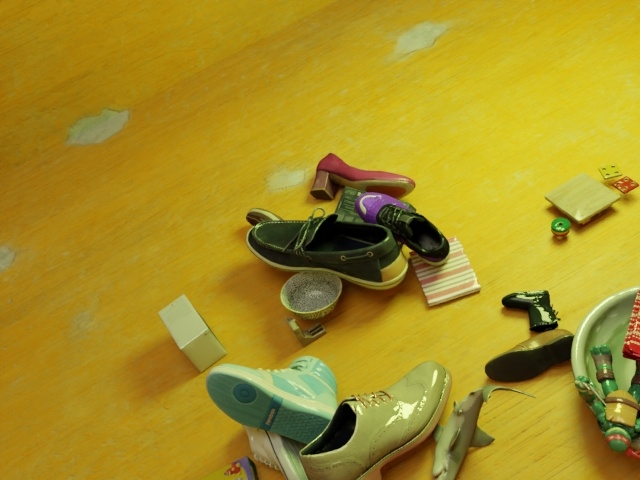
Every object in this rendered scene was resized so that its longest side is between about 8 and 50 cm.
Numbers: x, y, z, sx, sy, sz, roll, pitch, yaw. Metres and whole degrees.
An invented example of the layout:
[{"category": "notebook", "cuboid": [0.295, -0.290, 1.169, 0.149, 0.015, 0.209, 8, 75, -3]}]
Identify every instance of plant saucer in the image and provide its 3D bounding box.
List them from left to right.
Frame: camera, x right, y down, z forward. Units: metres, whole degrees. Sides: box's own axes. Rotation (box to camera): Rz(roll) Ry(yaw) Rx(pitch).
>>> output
[{"category": "plant saucer", "cuboid": [0.712, 0.267, 1.091, 0.401, 0.100, 0.400, -12, 44, 12]}]

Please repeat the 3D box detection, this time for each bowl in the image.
[{"category": "bowl", "cuboid": [-0.018, 0.162, 1.512, 0.170, 0.080, 0.170, -9, 37, 7]}]

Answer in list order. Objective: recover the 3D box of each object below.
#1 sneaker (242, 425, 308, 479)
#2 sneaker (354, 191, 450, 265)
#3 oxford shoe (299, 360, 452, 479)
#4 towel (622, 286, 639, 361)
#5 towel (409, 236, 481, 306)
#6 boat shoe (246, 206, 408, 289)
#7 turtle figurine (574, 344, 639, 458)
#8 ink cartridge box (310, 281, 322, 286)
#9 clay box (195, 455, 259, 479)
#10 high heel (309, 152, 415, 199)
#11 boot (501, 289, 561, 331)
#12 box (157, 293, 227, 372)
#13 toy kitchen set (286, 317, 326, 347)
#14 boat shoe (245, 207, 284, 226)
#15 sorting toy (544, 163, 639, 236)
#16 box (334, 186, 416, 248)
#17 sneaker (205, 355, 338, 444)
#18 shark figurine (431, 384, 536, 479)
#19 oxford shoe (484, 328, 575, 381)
[{"category": "sneaker", "cuboid": [-0.103, 0.476, 1.267, 0.091, 0.094, 0.258, -50, 44, 8]}, {"category": "sneaker", "cuboid": [0.217, -0.049, 1.457, 0.293, 0.146, 0.102, 34, 87, 15]}, {"category": "oxford shoe", "cuboid": [0.127, 0.373, 1.172, 0.397, 0.146, 0.140, -39, 17, -27]}, {"category": "towel", "cuboid": [0.702, 0.159, 1.050, 0.199, 0.031, 0.275, 14, 39, 30]}, {"category": "towel", "cuboid": [0.330, 0.081, 1.488, 0.144, 0.029, 0.197, -19, 47, 6]}, {"category": "boat shoe", "cuboid": [0.000, 0.000, 1.522, 0.501, 0.155, 0.186, 13, 47, 33]}, {"category": "turtle figurine", "cuboid": [0.539, 0.292, 0.990, 0.175, 0.118, 0.234, 18, 40, 16]}, {"category": "ink cartridge box", "cuboid": [-0.007, 0.102, 1.609, 0.048, 0.028, 0.083, -16, 45, 8]}, {"category": "clay box", "cuboid": [-0.240, 0.589, 1.229, 0.222, 0.053, 0.127, -25, 43, -2]}, {"category": "high heel", "cuboid": [0.141, -0.225, 1.779, 0.378, 0.127, 0.181, 4, 61, 31]}, {"category": "boot", "cuboid": [0.499, 0.171, 1.317, 0.121, 0.045, 0.099, -9, 48, 14]}, {"category": "box", "cuboid": [-0.356, 0.257, 1.540, 0.091, 0.130, 0.170, -36, 45, -13]}, {"category": "toy kitchen set", "cuboid": [-0.042, 0.221, 1.471, 0.075, 0.083, 0.068, -31, 45, -7]}, {"category": "boat shoe", "cuboid": [-0.153, -0.027, 1.752, 0.258, 0.095, 0.095, 21, 65, 36]}, {"category": "sorting toy", "cuboid": [0.708, -0.109, 1.489, 0.275, 0.046, 0.132, -30, 44, -5]}, {"category": "box", "cuboid": [0.140, -0.043, 1.615, 0.233, 0.059, 0.183, 17, 82, 36]}, {"category": "sneaker", "cuboid": [-0.100, 0.332, 1.285, 0.127, 0.319, 0.208, -59, 10, 25]}, {"category": "shark figurine", "cuboid": [0.321, 0.378, 1.136, 0.116, 0.278, 0.166, 24, 18, -5]}, {"category": "oxford shoe", "cuboid": [0.468, 0.256, 1.245, 0.212, 0.076, 0.076, -21, 14, 7]}]
